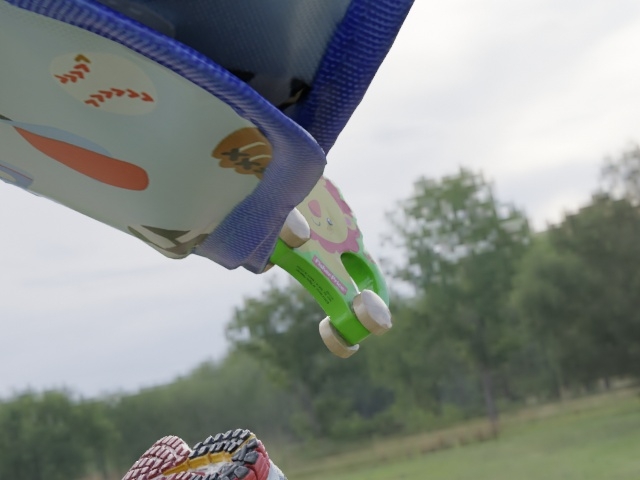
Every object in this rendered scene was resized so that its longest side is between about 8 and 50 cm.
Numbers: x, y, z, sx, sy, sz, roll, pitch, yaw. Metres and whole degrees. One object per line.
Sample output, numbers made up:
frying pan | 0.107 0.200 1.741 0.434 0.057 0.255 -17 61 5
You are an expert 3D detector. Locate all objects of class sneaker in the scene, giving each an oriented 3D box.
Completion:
sneaker | -0.099 0.216 1.274 0.225 0.093 0.088 -12 33 54

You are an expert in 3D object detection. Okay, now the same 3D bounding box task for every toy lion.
toy lion | 0.000 0.000 0.830 0.034 0.100 0.096 -37 13 26

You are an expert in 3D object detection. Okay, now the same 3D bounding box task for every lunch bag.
lunch bag | -0.099 -0.181 0.429 0.328 0.239 0.385 24 -50 -7
